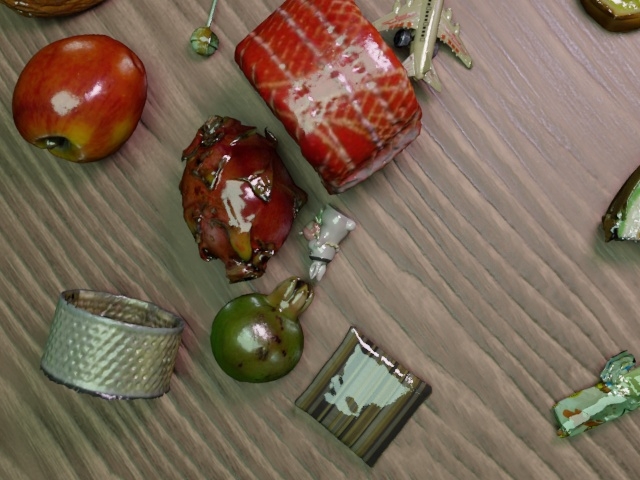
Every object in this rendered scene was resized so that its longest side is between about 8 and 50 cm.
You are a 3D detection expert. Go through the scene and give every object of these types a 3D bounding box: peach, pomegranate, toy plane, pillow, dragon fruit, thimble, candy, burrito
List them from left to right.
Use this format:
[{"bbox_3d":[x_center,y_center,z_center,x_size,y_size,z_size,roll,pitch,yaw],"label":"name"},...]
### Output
[{"bbox_3d":[-0.493,-0.298,1.396,0.281,0.238,0.281,-22,50,29],"label":"peach"},{"bbox_3d":[-0.418,0.207,1.373,0.271,0.271,0.150,16,93,10],"label":"thimble"},{"bbox_3d":[-0.226,-0.490,1.433,0.061,0.061,0.202,14,86,11],"label":"candy"},{"bbox_3d":[-0.157,-0.081,1.338,0.250,0.250,0.315,-31,71,10],"label":"dragon fruit"},{"bbox_3d":[-0.109,0.192,1.366,0.241,0.159,0.190,-20,88,6],"label":"pomegranate"},{"bbox_3d":[0.015,-0.277,1.246,0.230,0.350,0.350,-36,84,5],"label":"thimble"},{"bbox_3d":[0.086,0.319,1.382,0.212,0.052,0.208,38,95,6],"label":"pillow"},{"bbox_3d":[0.203,-0.416,1.311,0.229,0.092,0.244,12,77,-23],"label":"toy plane"},{"bbox_3d":[0.566,0.278,1.287,0.288,0.054,0.104,-29,84,12],"label":"burrito"}]

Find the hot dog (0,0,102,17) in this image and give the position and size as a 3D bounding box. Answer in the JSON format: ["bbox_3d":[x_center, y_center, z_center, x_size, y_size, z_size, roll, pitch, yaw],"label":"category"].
[{"bbox_3d":[-0.548,-0.637,1.431,0.387,0.174,0.267,-27,84,20],"label":"hot dog"}]

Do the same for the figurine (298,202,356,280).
[{"bbox_3d":[0.006,0.001,1.392,0.146,0.081,0.098,-57,38,12],"label":"figurine"}]

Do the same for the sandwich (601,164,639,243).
[{"bbox_3d":[0.666,-0.091,1.234,0.212,0.109,0.292,26,99,3],"label":"sandwich"}]

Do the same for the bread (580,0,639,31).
[{"bbox_3d":[0.590,-0.510,1.254,0.236,0.070,0.236,0,92,10],"label":"bread"}]
